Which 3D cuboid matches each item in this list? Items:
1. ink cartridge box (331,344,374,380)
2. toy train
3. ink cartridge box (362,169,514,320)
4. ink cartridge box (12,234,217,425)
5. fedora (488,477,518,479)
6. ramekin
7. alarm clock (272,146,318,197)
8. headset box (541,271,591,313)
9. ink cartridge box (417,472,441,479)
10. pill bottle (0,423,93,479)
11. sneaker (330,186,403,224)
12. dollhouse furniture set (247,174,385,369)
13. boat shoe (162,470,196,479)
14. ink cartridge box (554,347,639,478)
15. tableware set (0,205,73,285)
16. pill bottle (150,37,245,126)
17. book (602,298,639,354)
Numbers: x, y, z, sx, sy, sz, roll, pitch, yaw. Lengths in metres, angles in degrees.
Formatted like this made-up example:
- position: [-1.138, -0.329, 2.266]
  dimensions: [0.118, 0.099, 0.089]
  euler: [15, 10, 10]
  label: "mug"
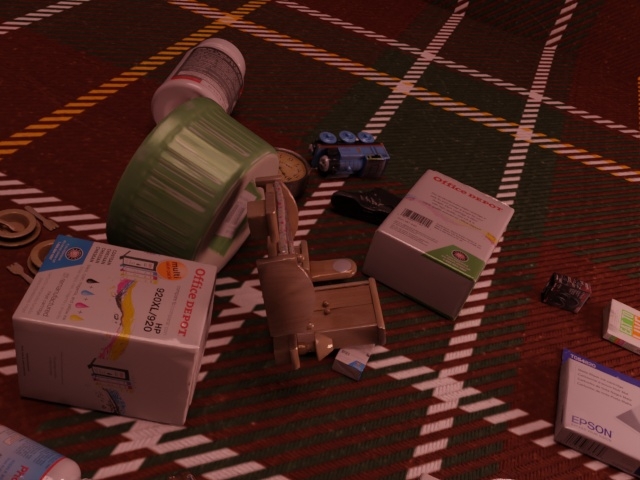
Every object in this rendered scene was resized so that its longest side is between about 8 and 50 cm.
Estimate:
- position: [0.058, 0.186, 1.057]
  dimensions: [0.048, 0.028, 0.083]
  euler: [25, 40, 10]
  label: "ink cartridge box"
- position: [0.065, -0.197, 1.477]
  dimensions: [0.184, 0.080, 0.105]
  euler: [-4, 49, -24]
  label: "toy train"
- position: [0.239, -0.002, 1.272]
  dimensions: [0.201, 0.117, 0.278]
  euler: [28, 41, 14]
  label: "ink cartridge box"
- position: [-0.278, 0.125, 0.902]
  dimensions: [0.233, 0.168, 0.171]
  euler: [12, 38, -7]
  label: "ink cartridge box"
- position: [0.289, 0.388, 0.742]
  dimensions: [0.275, 0.124, 0.243]
  euler: [25, 44, -25]
  label: "fedora"
- position: [-0.198, -0.070, 1.070]
  dimensions: [0.148, 0.303, 0.303]
  euler: [31, 41, 7]
  label: "ramekin"
- position: [-0.100, -0.132, 1.352]
  dimensions: [0.129, 0.064, 0.192]
  euler: [31, 39, 17]
  label: "alarm clock"
- position: [0.492, 0.106, 1.275]
  dimensions: [0.083, 0.062, 0.032]
  euler: [19, 40, 2]
  label: "headset box"
- position: [0.139, 0.388, 0.797]
  dimensions: [0.090, 0.092, 0.143]
  euler: [22, 41, 6]
  label: "ink cartridge box"
- position: [-0.344, 0.286, 0.754]
  dimensions: [0.160, 0.087, 0.087]
  euler: [22, 39, 8]
  label: "pill bottle"
- position: [0.108, -0.082, 1.378]
  dimensions: [0.170, 0.051, 0.089]
  euler: [20, 39, -3]
  label: "sneaker"
- position: [0.000, 0.000, 0.972]
  dimensions: [0.174, 0.355, 0.303]
  euler: [-7, 41, -1]
  label: "dollhouse furniture set"
- position: [-0.127, 0.346, 0.774]
  dimensions: [0.183, 0.066, 0.066]
  euler: [37, 42, 24]
  label: "boat shoe"
- position: [0.515, 0.287, 1.081]
  dimensions: [0.223, 0.045, 0.224]
  euler: [22, 39, 8]
  label: "ink cartridge box"
- position: [-0.486, -0.002, 1.084]
  dimensions: [0.194, 0.039, 0.128]
  euler: [31, 41, 18]
  label: "tableware set"
- position: [-0.268, -0.349, 1.474]
  dimensions: [0.161, 0.161, 0.283]
  euler: [15, 39, -2]
  label: "pill bottle"
- position: [0.629, 0.186, 1.256]
  dimensions: [0.144, 0.035, 0.096]
  euler: [25, 44, 8]
  label: "book"
